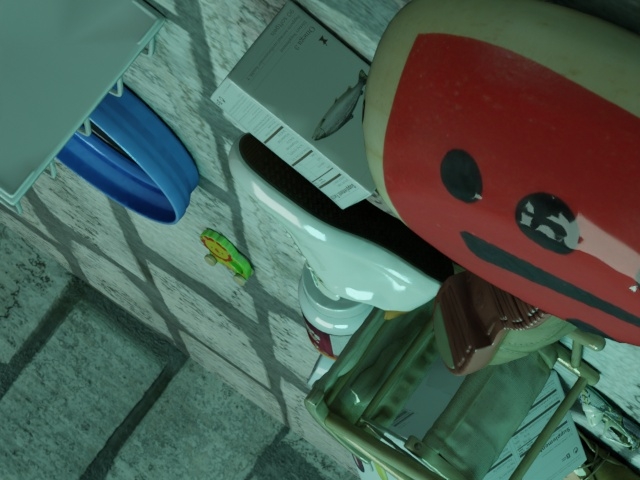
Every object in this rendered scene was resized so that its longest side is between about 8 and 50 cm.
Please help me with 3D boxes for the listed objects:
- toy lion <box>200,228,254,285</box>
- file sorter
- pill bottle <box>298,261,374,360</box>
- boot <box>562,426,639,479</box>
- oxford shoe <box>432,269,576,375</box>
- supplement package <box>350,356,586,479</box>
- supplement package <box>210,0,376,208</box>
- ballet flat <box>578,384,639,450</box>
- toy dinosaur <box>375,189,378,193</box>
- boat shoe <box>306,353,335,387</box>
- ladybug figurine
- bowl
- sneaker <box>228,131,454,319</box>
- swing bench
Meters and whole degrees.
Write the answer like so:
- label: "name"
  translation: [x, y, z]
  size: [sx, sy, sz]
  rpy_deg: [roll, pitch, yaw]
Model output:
- label: "toy lion"
  translation: [-0.159, 0.023, 2.466]
  size: [0.100, 0.034, 0.096]
  rpy_deg: [34, 158, 11]
- label: "file sorter"
  translation: [-0.346, -0.192, 1.734]
  size: [0.193, 0.277, 0.173]
  rpy_deg: [37, 168, 0]
- label: "pill bottle"
  translation: [0.032, 0.082, 2.005]
  size: [0.121, 0.121, 0.221]
  rpy_deg: [33, 165, 15]
- label: "boot"
  translation: [0.373, 0.328, 2.020]
  size: [0.305, 0.112, 0.115]
  rpy_deg: [30, 153, 34]
- label: "oxford shoe"
  translation: [0.224, 0.036, 1.487]
  size: [0.348, 0.130, 0.123]
  rpy_deg: [128, 130, -65]
- label: "supplement package"
  translation: [0.181, 0.258, 1.965]
  size: [0.262, 0.204, 0.145]
  rpy_deg: [13, 130, 58]
- label: "supplement package"
  translation: [-0.002, -0.131, 1.448]
  size: [0.179, 0.105, 0.105]
  rpy_deg: [38, 166, -7]
- label: "ballet flat"
  translation: [0.359, 0.225, 1.841]
  size: [0.114, 0.041, 0.041]
  rpy_deg: [39, 166, -5]
- label: "toy dinosaur"
  translation: [0.079, -0.056, 1.578]
  size: [0.211, 0.064, 0.112]
  rpy_deg: [26, 163, 39]
- label: "boat shoe"
  translation: [0.058, 0.213, 2.414]
  size: [0.119, 0.121, 0.335]
  rpy_deg: [27, 175, 9]
- label: "ladybug figurine"
  translation: [0.201, -0.040, 1.134]
  size: [0.449, 0.162, 0.305]
  rpy_deg: [25, 161, 40]
- label: "bowl"
  translation: [-0.346, -0.175, 2.192]
  size: [0.391, 0.077, 0.391]
  rpy_deg: [34, 165, 10]
- label: "sneaker"
  translation: [0.000, 0.000, 1.588]
  size: [0.290, 0.106, 0.123]
  rpy_deg: [35, 127, -20]
- label: "swing bench"
  translation: [0.156, 0.169, 1.712]
  size: [0.255, 0.253, 0.165]
  rpy_deg: [33, 165, 18]
